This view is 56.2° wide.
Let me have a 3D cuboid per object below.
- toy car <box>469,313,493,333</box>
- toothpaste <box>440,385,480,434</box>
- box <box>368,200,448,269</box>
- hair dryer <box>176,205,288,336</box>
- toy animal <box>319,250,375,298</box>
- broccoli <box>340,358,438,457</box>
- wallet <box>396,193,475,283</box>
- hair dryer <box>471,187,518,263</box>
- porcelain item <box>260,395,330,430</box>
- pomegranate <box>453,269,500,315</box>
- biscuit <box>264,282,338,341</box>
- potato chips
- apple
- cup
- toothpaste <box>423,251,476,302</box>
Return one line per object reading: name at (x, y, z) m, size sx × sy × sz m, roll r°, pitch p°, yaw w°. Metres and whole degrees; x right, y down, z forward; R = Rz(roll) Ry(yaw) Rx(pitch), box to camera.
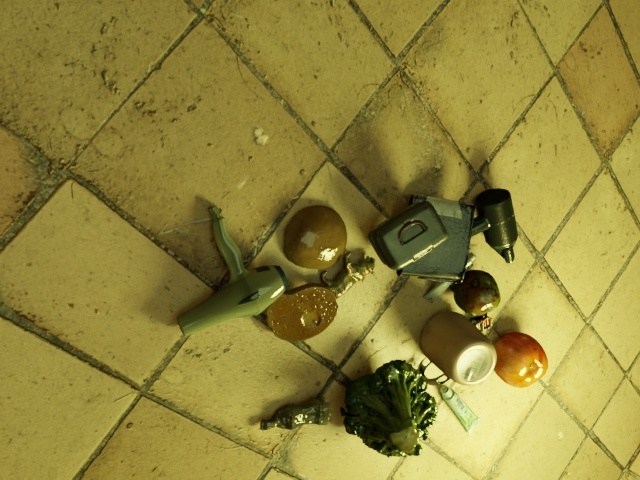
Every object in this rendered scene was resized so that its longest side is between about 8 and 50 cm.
toy car at (0.542, 0.307, 2.123) m, size 0.143 × 0.054 × 0.073 m, roll -24°, pitch 118°, yaw -24°
toothpaste at (0.513, 0.619, 2.204) m, size 0.074 × 0.048 × 0.297 m, roll -50°, pitch 127°, yaw -14°
box at (0.253, -0.016, 1.765) m, size 0.210 × 0.129 × 0.148 m, roll -31°, pitch 96°, yaw -8°
hair dryer at (-0.270, 0.110, 1.537) m, size 0.296 × 0.119 × 0.298 m, roll -46°, pitch 107°, yaw -9°
toy animal at (0.067, 0.112, 1.760) m, size 0.241 × 0.057 × 0.099 m, roll -40°, pitch 122°, yaw -18°
broccoli at (0.233, 0.537, 1.858) m, size 0.321 × 0.283 × 0.303 m, roll 36°, pitch 94°, yaw -16°
wallet at (0.361, -0.004, 1.883) m, size 0.221 × 0.071 × 0.262 m, roll 8°, pitch 97°, yaw -10°
hair dryer at (0.521, -0.005, 2.003) m, size 0.303 × 0.116 × 0.244 m, roll -26°, pitch 117°, yaw -12°
porcelain item at (-0.078, 0.524, 1.788) m, size 0.216 × 0.069 × 0.081 m, roll -4°, pitch 111°, yaw -27°
pomegranate at (0.527, 0.190, 2.028) m, size 0.159 × 0.159 × 0.205 m, roll -36°, pitch 148°, yaw -19°
biscuit at (-0.054, 0.198, 1.690) m, size 0.208 × 0.049 × 0.180 m, roll -18°, pitch 123°, yaw -12°
potato chips at (0.000, -0.001, 1.683) m, size 0.208 × 0.062 × 0.195 m, roll 44°, pitch 77°, yaw -31°
apple at (0.737, 0.446, 2.222) m, size 0.210 × 0.164 × 0.209 m, roll -9°, pitch 108°, yaw -28°
cup at (0.434, 0.380, 1.968) m, size 0.253 × 0.200 × 0.191 m, roll -42°, pitch 114°, yaw 0°
toothpaste at (0.428, 0.123, 1.978) m, size 0.052 × 0.033 × 0.218 m, roll 34°, pitch 105°, yaw -35°
